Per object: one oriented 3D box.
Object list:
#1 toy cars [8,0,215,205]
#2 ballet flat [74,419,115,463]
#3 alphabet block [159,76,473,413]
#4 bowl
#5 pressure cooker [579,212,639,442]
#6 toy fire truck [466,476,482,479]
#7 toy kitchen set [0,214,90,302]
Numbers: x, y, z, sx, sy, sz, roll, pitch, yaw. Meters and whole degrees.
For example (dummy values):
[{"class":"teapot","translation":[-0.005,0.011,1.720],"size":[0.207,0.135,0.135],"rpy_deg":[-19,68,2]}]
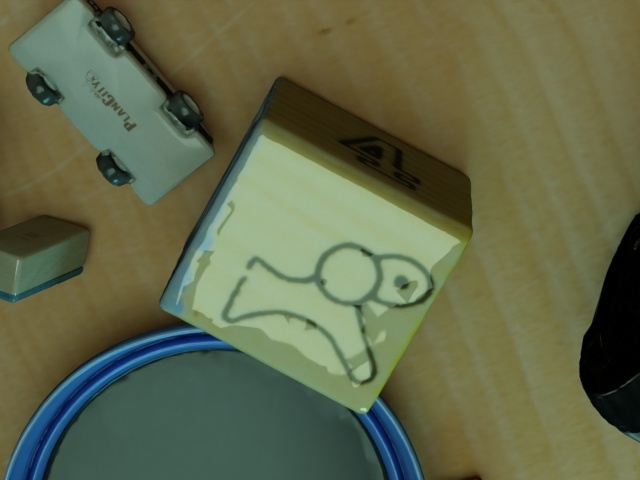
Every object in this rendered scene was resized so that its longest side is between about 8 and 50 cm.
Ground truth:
[{"class":"toy cars","translation":[-0.279,-0.149,1.618],"size":[0.394,0.087,0.176],"rpy_deg":[10,112,-3]},{"class":"ballet flat","translation":[-0.165,0.228,1.738],"size":[0.057,0.049,0.173],"rpy_deg":[-41,102,13]},{"class":"alphabet block","translation":[0.000,0.000,1.585],"size":[0.197,0.193,0.192],"rpy_deg":[29,108,-5]},{"class":"bowl","translation":[-0.096,0.263,1.689],"size":[0.391,0.077,0.391],"rpy_deg":[0,97,-1]},{"class":"pressure cooker","translation":[0.469,0.075,1.488],"size":[0.420,0.370,0.375],"rpy_deg":[30,90,-7]},{"class":"toy fire truck","translation":[0.118,0.326,1.752],"size":[0.135,0.047,0.192],"rpy_deg":[-17,104,10]},{"class":"toy kitchen set","translation":[-0.337,0.049,1.681],"size":[0.207,0.122,0.166],"rpy_deg":[18,109,19]}]
